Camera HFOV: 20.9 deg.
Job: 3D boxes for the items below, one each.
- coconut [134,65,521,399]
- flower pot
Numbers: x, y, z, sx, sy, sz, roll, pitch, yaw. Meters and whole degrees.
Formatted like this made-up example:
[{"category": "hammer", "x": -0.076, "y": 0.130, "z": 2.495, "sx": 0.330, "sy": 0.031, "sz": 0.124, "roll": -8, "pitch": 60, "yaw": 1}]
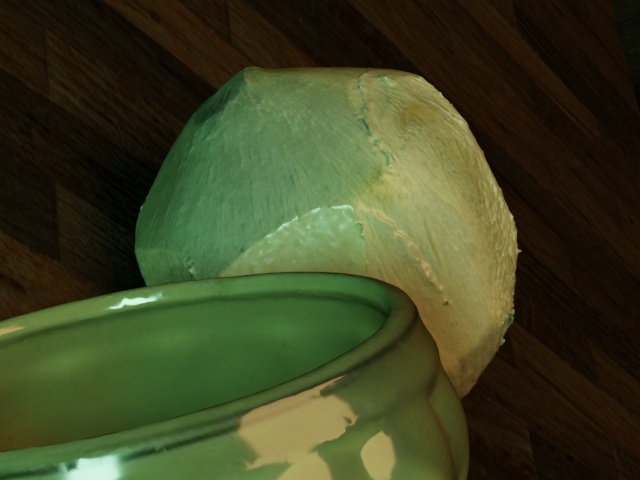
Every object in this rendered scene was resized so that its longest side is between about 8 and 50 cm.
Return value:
[{"category": "coconut", "x": 0.000, "y": 0.000, "z": 1.155, "sx": 0.247, "sy": 0.245, "sz": 0.245, "roll": 54, "pitch": 27, "yaw": -26}, {"category": "flower pot", "x": -0.070, "y": 0.165, "z": 0.807, "sx": 0.307, "sy": 0.307, "sz": 0.244, "roll": -38, "pitch": 118, "yaw": -66}]
